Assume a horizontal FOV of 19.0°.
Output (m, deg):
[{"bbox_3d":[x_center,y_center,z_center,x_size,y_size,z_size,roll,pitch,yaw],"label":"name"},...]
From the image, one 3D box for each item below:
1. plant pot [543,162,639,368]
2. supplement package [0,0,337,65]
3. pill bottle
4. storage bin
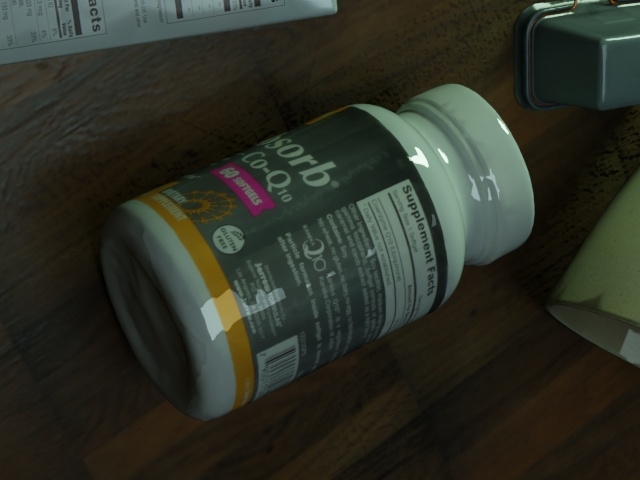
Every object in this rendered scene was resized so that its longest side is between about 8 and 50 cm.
[{"bbox_3d":[0.347,-0.018,1.480,0.256,0.256,0.274,29,84,-33],"label":"plant pot"},{"bbox_3d":[-0.147,-0.225,1.124,0.262,0.199,0.198,-10,109,-11],"label":"supplement package"},{"bbox_3d":[0.000,0.000,1.330,0.278,0.162,0.162,-26,115,-23],"label":"pill bottle"},{"bbox_3d":[0.230,-0.146,1.465,0.135,0.091,0.098,-11,108,-28],"label":"storage bin"}]
